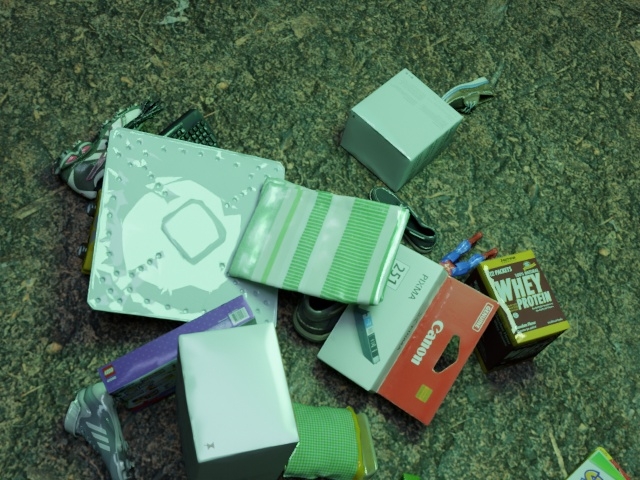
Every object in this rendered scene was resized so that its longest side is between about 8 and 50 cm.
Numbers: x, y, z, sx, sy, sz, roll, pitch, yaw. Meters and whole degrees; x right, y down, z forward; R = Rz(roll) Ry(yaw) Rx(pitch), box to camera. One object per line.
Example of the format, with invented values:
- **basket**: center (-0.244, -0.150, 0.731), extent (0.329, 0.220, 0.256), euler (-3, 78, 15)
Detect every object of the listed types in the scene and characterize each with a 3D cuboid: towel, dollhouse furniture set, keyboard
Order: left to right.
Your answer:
- **keyboard**: center (-0.383, -0.198, 1.779), extent (0.317, 0.033, 0.201), euler (-47, 110, -28)
- **towel**: center (0.000, 0.000, 1.636), extent (0.325, 0.038, 0.247), euler (14, 65, 14)
- **dollhouse furniture set**: center (0.051, 0.406, 1.449), extent (0.198, 0.151, 0.301), euler (17, 42, -30)

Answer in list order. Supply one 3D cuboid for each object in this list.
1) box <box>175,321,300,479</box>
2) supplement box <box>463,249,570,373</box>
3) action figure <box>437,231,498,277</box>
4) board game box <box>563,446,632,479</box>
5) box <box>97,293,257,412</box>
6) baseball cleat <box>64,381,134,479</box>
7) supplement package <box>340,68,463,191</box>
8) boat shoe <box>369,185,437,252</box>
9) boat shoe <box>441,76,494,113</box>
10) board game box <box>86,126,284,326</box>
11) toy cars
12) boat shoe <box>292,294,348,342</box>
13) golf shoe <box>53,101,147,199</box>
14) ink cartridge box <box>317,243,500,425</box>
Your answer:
- **box**: center (-0.163, 0.317, 1.411), extent (0.168, 0.345, 0.214), euler (-8, 64, -15)
- **supplement box**: center (0.404, 0.156, 1.695), extent (0.129, 0.194, 0.191), euler (-13, 65, -17)
- **action figure**: center (0.278, 0.083, 1.782), extent (0.280, 0.139, 0.091), euler (-22, 63, -45)
- **board game box**: center (0.542, 0.542, 1.605), extent (0.259, 0.039, 0.124), euler (-32, 72, -27)
- **box**: center (-0.256, 0.221, 1.497), extent (0.293, 0.201, 0.057), euler (-27, 69, -10)
- **baseball cleat**: center (-0.426, 0.377, 1.497), extent (0.110, 0.072, 0.205), euler (-17, 61, -4)
- **supplement package**: center (0.195, -0.268, 1.911), extent (0.194, 0.149, 0.203), euler (43, 63, 13)
- **boat shoe**: center (0.199, -0.062, 1.849), extent (0.075, 0.065, 0.206), euler (-35, 73, -25)
- **boat shoe**: center (0.385, -0.371, 2.053), extent (0.183, 0.066, 0.066), euler (-28, 72, -23)
- **board game box**: center (-0.273, -0.016, 1.653), extent (0.390, 0.050, 0.389), euler (10, 70, -23)
- **toy cars**: center (-0.369, -0.075, 1.699), extent (0.394, 0.087, 0.176), euler (-40, 104, -26)
- **boat shoe**: center (0.073, 0.067, 1.715), extent (0.132, 0.130, 0.355), euler (31, 61, 8)
- **golf shoe**: center (-0.477, -0.208, 1.795), extent (0.120, 0.105, 0.273), euler (47, 64, -7)
- **ink cartridge box**: center (0.178, 0.183, 1.607), extent (0.261, 0.066, 0.296), euler (30, 86, 25)
